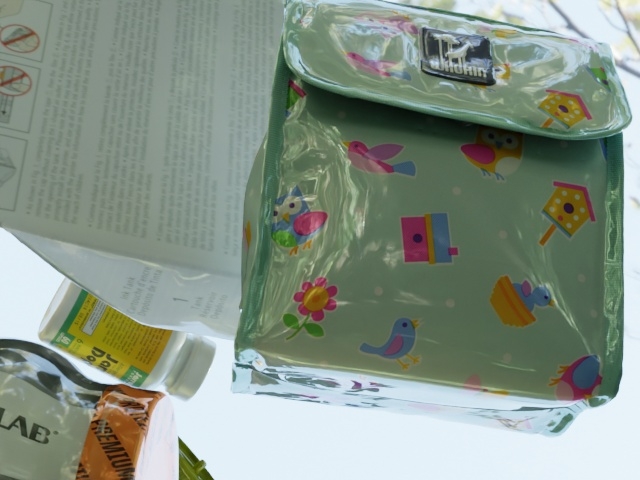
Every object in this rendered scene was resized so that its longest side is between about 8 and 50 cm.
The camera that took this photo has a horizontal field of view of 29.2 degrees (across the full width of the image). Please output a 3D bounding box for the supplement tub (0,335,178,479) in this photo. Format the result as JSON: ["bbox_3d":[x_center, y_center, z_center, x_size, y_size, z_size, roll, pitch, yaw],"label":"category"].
[{"bbox_3d":[-0.237,0.136,0.597,0.316,0.193,0.193,3,-98,3],"label":"supplement tub"}]

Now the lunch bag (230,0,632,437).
[{"bbox_3d":[0.067,-0.029,0.753,0.223,0.160,0.262,9,-108,-2],"label":"lunch bag"}]

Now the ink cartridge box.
[{"bbox_3d":[-0.163,-0.089,0.926,0.091,0.385,0.308,117,-22,-47],"label":"ink cartridge box"}]

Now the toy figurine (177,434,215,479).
[{"bbox_3d":[-0.140,0.414,1.368,0.217,0.191,0.362,-40,-85,11],"label":"toy figurine"}]

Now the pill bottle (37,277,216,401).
[{"bbox_3d":[-0.243,0.122,1.569,0.117,0.208,0.117,-53,-163,24],"label":"pill bottle"}]
